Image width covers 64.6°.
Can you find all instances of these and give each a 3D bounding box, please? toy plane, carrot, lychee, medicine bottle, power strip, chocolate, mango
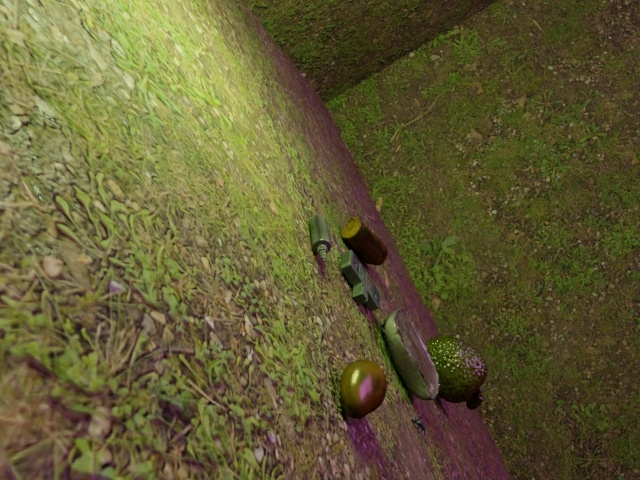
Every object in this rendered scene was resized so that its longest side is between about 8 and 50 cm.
[{"bbox_3d":[0.306,0.569,1.563,0.084,0.024,0.077,54,33,-32],"label":"toy plane"},{"bbox_3d":[0.177,0.009,2.036,0.302,0.114,0.114,42,23,-50],"label":"carrot"},{"bbox_3d":[0.562,0.544,2.114,0.320,0.270,0.270,30,5,16],"label":"lychee"},{"bbox_3d":[0.000,0.000,1.475,0.057,0.058,0.199,53,16,-34],"label":"medicine bottle"},{"bbox_3d":[0.128,0.153,1.682,0.215,0.061,0.145,56,21,-24],"label":"power strip"},{"bbox_3d":[0.298,0.385,1.706,0.303,0.100,0.185,65,26,1],"label":"chocolate"},{"bbox_3d":[0.090,0.318,1.099,0.163,0.089,0.111,9,55,-64],"label":"mango"}]

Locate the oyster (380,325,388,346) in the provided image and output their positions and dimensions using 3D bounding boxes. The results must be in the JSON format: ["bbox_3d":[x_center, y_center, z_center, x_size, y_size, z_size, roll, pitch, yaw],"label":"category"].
[{"bbox_3d":[0.225,0.335,1.745,0.083,0.019,0.054,62,12,12],"label":"oyster"}]

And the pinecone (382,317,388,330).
[{"bbox_3d":[0.262,0.315,1.818,0.083,0.077,0.077,54,12,9],"label":"pinecone"}]
